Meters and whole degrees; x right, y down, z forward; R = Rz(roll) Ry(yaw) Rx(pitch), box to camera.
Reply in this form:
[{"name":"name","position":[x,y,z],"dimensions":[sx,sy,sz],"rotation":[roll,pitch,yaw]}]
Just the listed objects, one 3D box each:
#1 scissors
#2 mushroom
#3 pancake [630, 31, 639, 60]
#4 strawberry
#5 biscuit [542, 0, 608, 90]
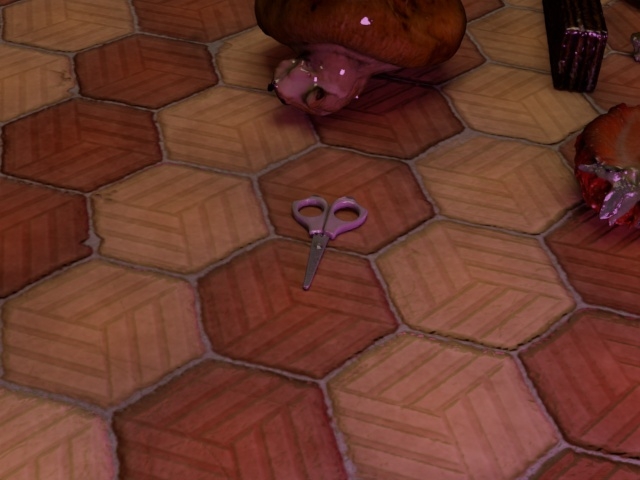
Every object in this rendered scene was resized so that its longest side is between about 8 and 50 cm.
[{"name":"scissors","position":[0.000,0.000,1.312],"dimensions":[0.100,0.015,0.189],"rotation":[7,40,8]},{"name":"mushroom","position":[0.042,-0.320,1.610],"dimensions":[0.346,0.259,0.345],"rotation":[11,10,-2]},{"name":"pancake","position":[0.702,-0.330,1.759],"dimensions":[0.377,0.054,0.197],"rotation":[0,36,-1]},{"name":"strawberry","position":[0.404,-0.101,1.401],"dimensions":[0.175,0.098,0.228],"rotation":[-2,35,-6]},{"name":"biscuit","position":[0.424,-0.390,1.769],"dimensions":[0.073,0.107,0.388],"rotation":[6,37,3]}]
